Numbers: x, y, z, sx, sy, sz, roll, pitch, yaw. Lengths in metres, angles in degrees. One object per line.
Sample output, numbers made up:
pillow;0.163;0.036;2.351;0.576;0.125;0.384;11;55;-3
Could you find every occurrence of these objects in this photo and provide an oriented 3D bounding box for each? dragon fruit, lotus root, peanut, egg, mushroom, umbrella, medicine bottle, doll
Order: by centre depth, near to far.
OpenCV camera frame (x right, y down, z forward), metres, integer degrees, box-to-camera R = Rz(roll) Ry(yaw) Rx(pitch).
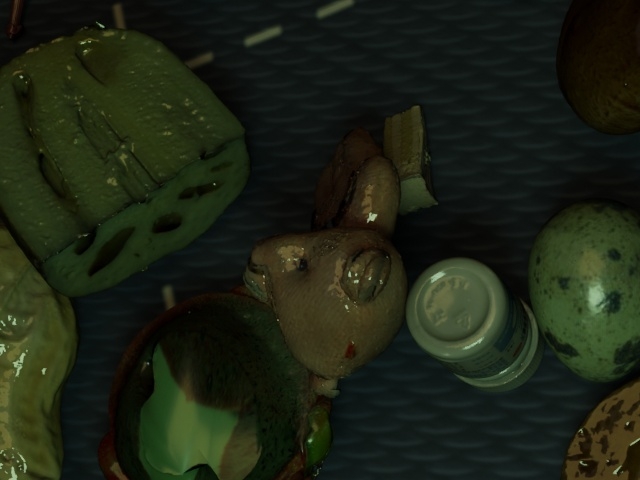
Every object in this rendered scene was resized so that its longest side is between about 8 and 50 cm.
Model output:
egg;0.274;0.049;1.741;0.141;0.141;0.182;-4;90;21
medicine bottle;0.155;0.085;1.759;0.105;0.168;0.105;-6;72;19
mushroom;0.345;-0.210;1.774;0.267;0.267;0.254;-33;98;9
doll;0.000;0.000;1.808;0.156;0.201;0.303;10;40;-13
dragon fruit;-0.107;0.184;1.861;0.268;0.130;0.295;-3;72;15
peanut;-0.355;0.148;1.955;0.174;0.158;0.340;9;80;-7
lotus root;-0.254;-0.094;1.969;0.267;0.149;0.260;-34;59;-16
umbrella;-0.363;-0.323;2.173;0.027;0.025;0.165;8;79;4

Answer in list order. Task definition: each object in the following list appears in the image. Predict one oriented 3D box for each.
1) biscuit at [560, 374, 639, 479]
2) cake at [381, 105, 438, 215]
biscuit;0.411;0.251;1.666;0.367;0.063;0.314;-18;71;16
cake;0.093;-0.089;1.917;0.052;0.065;0.121;-15;46;17
